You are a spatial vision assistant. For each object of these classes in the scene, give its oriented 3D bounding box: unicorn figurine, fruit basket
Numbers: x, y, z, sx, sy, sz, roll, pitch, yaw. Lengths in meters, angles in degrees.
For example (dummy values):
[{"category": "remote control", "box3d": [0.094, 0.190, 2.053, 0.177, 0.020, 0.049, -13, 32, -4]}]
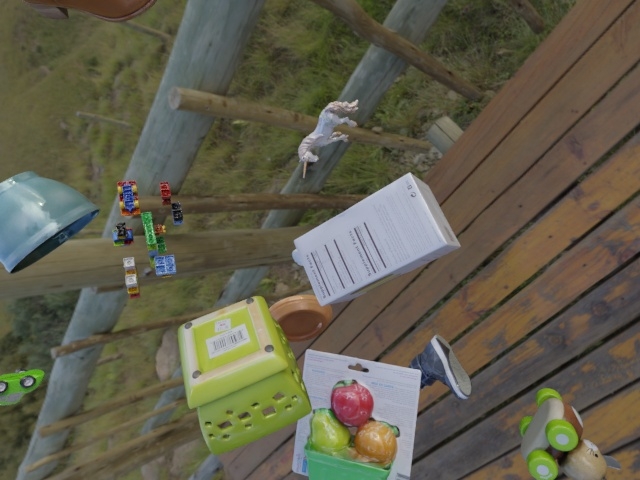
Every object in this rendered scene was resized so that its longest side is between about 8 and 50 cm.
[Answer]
[{"category": "unicorn figurine", "box3d": [0.013, -0.218, 0.836, 0.060, 0.111, 0.161, 51, 142, 36]}, {"category": "fruit basket", "box3d": [0.095, 0.502, 1.131, 0.327, 0.165, 0.352, 6, 83, 15]}]

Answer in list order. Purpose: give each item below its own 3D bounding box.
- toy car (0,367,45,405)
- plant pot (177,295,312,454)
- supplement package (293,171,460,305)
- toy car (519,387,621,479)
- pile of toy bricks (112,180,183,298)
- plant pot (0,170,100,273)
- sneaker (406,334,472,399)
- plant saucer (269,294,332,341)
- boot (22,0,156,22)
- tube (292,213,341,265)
[{"category": "toy car", "box3d": [-0.592, 0.264, 0.681, 0.239, 0.225, 0.053, 2, 90, 41]}, {"category": "plant pot", "box3d": [-0.169, 0.265, 0.859, 0.227, 0.228, 0.207, -121, 15, -48]}, {"category": "supplement package", "box3d": [0.101, 0.007, 0.739, 0.244, 0.139, 0.133, -30, 74, 24]}, {"category": "toy car", "box3d": [0.516, 0.417, 0.810, 0.188, 0.155, 0.148, 25, 105, 15]}, {"category": "pile of toy bricks", "box3d": [-0.311, -0.001, 0.748, 0.105, 0.118, 0.212, 124, 134, -59]}, {"category": "plant pot", "box3d": [-0.828, -0.072, 1.172, 0.293, 0.293, 0.196, -27, 109, 38]}, {"category": "sneaker", "box3d": [0.329, 0.400, 1.171, 0.163, 0.086, 0.226, -50, 18, 17]}, {"category": "plant saucer", "box3d": [-0.061, 0.232, 1.169, 0.200, 0.200, 0.037, -51, 34, 29]}, {"category": "boot", "box3d": [-0.474, -0.527, 0.784, 0.220, 0.284, 0.109, -173, 79, -84]}, {"category": "tube", "box3d": [0.000, 0.000, 1.405, 0.062, 0.240, 0.070, 54, 142, -5]}]
